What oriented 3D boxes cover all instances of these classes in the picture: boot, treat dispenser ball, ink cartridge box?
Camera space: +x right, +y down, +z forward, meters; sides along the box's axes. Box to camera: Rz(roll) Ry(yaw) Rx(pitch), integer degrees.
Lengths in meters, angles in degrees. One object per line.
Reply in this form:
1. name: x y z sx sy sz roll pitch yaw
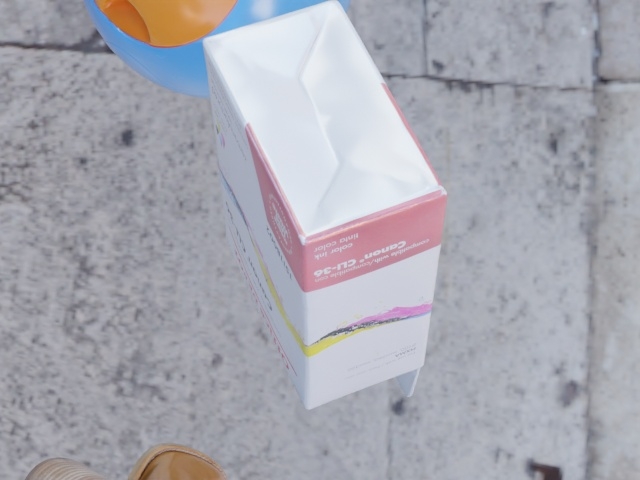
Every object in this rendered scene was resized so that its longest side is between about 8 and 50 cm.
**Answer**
1. boot: -0.110 0.272 1.106 0.109 0.220 0.283 -63 149 -3
2. treat dispenser ball: -0.105 -0.290 1.241 0.288 0.288 0.288 -3 95 -45
3. ink cartridge box: 0.000 0.000 0.577 0.067 0.115 0.198 -20 149 -11
